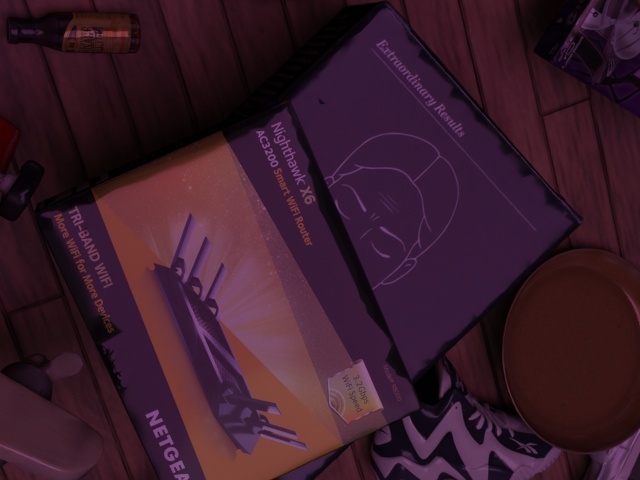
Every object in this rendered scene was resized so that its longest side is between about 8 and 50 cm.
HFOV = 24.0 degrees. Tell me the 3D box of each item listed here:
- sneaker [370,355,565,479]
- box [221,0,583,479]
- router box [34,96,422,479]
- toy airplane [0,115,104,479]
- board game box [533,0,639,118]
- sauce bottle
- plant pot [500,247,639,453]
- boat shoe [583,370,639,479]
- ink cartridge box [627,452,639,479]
[{"bbox_3d":[0.172,0.195,1.713,0.235,0.094,0.153,-4,118,-7],"label":"sneaker"},{"bbox_3d":[0.000,0.000,1.496,0.395,0.212,0.293,-43,102,-1],"label":"box"},{"bbox_3d":[-0.081,0.060,1.342,0.243,0.081,0.309,-25,101,-5],"label":"router box"},{"bbox_3d":[-0.422,0.079,1.378,0.384,0.272,0.386,-14,79,-27],"label":"toy airplane"},{"bbox_3d":[0.396,-0.292,1.560,0.208,0.056,0.347,25,103,-32],"label":"board game box"},{"bbox_3d":[-0.242,-0.203,1.471,0.128,0.042,0.042,-3,108,-17],"label":"sauce bottle"},{"bbox_3d":[0.301,0.127,1.736,0.236,0.032,0.236,1,88,-26],"label":"plant pot"},{"bbox_3d":[0.352,0.240,1.810,0.063,0.066,0.184,29,99,-11],"label":"boat shoe"},{"bbox_3d":[0.405,0.408,1.848,0.289,0.121,0.211,-46,115,0],"label":"ink cartridge box"}]
